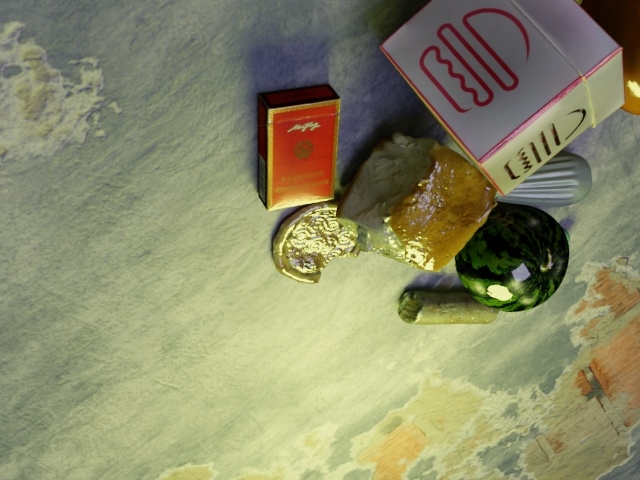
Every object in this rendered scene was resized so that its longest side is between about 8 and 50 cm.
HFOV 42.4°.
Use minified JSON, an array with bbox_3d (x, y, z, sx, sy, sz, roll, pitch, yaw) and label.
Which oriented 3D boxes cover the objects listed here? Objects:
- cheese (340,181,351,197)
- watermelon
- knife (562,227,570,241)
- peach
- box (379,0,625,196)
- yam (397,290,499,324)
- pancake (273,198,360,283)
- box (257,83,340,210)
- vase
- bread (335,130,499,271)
[{"bbox_3d":[0.080,-0.100,1.800,0.083,0.030,0.044,20,114,-41],"label":"cheese"},{"bbox_3d":[0.452,0.045,1.954,0.269,0.269,0.269,-13,130,-17],"label":"watermelon"},{"bbox_3d":[0.559,0.071,2.171,0.063,0.035,0.260,19,119,-31],"label":"knife"},{"bbox_3d":[0.690,-0.428,1.667,0.342,0.302,0.343,-23,155,-12],"label":"peach"},{"bbox_3d":[0.340,-0.307,1.518,0.300,0.312,0.314,-40,161,11],"label":"box"},{"bbox_3d":[0.324,0.170,2.089,0.259,0.093,0.093,2,124,-27],"label":"yam"},{"bbox_3d":[0.000,0.000,1.841,0.235,0.029,0.212,-37,131,2],"label":"pancake"},{"bbox_3d":[-0.046,-0.184,1.650,0.153,0.074,0.240,-9,129,-15],"label":"box"},{"bbox_3d":[0.497,-0.137,1.919,0.248,0.128,0.128,-5,128,-11],"label":"vase"},{"bbox_3d":[0.191,-0.078,1.732,0.250,0.225,0.279,26,102,-39],"label":"bread"}]
